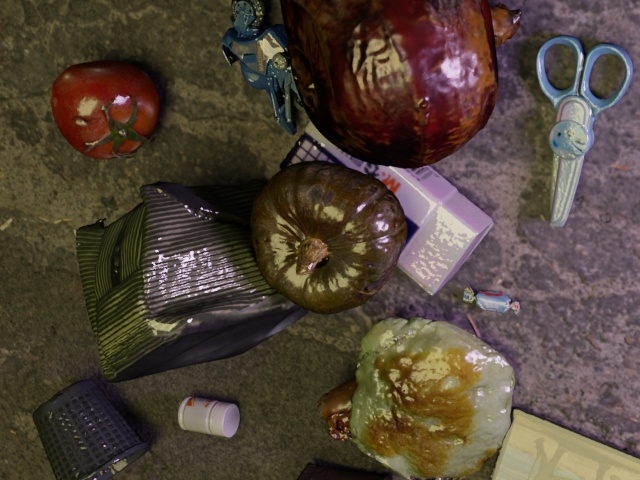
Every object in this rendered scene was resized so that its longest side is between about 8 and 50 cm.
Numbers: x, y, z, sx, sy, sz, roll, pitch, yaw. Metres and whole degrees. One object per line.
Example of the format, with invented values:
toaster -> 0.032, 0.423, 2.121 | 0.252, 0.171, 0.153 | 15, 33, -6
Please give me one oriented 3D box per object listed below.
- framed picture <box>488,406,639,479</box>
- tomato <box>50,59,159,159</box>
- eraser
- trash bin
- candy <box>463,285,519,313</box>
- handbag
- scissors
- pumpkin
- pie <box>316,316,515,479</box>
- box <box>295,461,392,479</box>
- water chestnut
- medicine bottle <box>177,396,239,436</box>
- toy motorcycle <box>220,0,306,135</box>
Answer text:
framed picture -> 0.352, 0.442, 1.857 | 0.265, 0.016, 0.347 | 22, 107, 19
tomato -> -0.327, -0.202, 1.932 | 0.167, 0.167, 0.167 | 10, 113, 24
eraser -> 0.092, -0.065, 1.795 | 0.287, 0.086, 0.130 | 40, 122, 9
trash bin -> -0.404, 0.332, 2.172 | 0.175, 0.175, 0.161 | -41, 77, 33
candy -> 0.242, 0.084, 1.811 | 0.083, 0.020, 0.030 | 11, 115, 23
handbag -> -0.185, 0.047, 1.857 | 0.247, 0.340, 0.240 | -31, 74, 38
scissors -> 0.329, -0.138, 1.676 | 0.125, 0.030, 0.256 | 16, 113, 24
pumpkin -> 0.000, 0.000, 1.723 | 0.218, 0.162, 0.219 | 10, 117, 20
pie -> 0.151, 0.237, 1.876 | 0.257, 0.105, 0.274 | 34, 121, 4
box -> 0.004, 0.484, 1.941 | 0.143, 0.273, 0.184 | 5, 112, 22
water chestnut -> 0.113, -0.261, 1.621 | 0.302, 0.350, 0.351 | -16, 104, -11
medicine bottle -> -0.183, 0.288, 2.092 | 0.089, 0.057, 0.057 | 6, 111, 27
toy motorcycle -> -0.073, -0.254, 1.822 | 0.205, 0.076, 0.114 | 52, 132, -1
